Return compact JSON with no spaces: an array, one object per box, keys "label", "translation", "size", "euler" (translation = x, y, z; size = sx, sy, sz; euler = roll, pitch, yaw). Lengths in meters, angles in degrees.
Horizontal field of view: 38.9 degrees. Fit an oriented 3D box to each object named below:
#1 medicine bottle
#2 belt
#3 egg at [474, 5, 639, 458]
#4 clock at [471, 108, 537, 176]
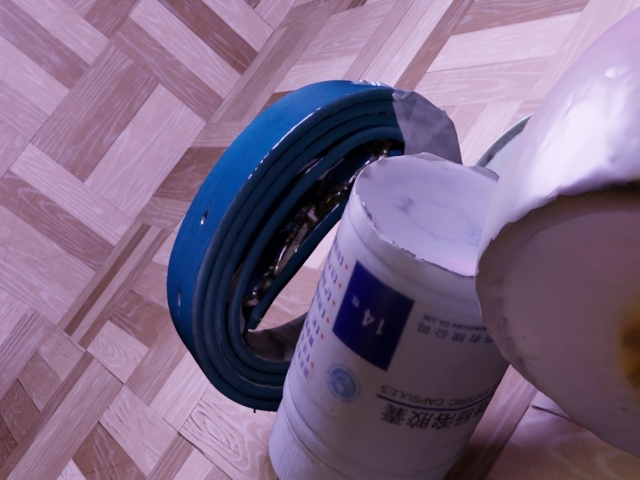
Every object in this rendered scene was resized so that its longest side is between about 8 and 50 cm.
[{"label":"medicine bottle","translation":[0.075,0.105,0.853],"size":[0.190,0.189,0.332],"euler":[-90,15,-55]},{"label":"belt","translation":[-0.001,0.001,1.141],"size":[0.436,0.300,0.173],"euler":[-52,26,0]},{"label":"egg","translation":[0.318,-0.041,0.612],"size":[0.354,0.354,0.340],"euler":[-14,38,53]},{"label":"clock","translation":[0.257,-0.041,0.996],"size":[0.265,0.108,0.324],"euler":[-46,25,11]}]
